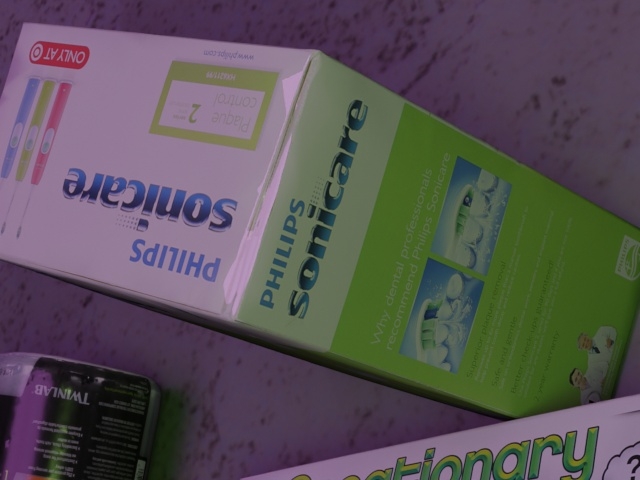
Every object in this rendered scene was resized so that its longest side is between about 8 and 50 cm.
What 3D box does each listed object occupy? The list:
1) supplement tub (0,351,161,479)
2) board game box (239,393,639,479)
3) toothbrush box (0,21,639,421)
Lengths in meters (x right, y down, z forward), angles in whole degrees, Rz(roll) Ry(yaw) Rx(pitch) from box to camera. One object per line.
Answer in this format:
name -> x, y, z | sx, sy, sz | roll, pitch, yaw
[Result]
supplement tub -> -0.172, 0.172, 0.986 | 0.117, 0.117, 0.190 | 1, 76, 42
board game box -> 0.053, 0.190, 0.745 | 0.305, 0.053, 0.193 | -20, 46, 43
toothbrush box -> 0.000, 0.000, 0.778 | 0.206, 0.283, 0.122 | 12, 84, 44
